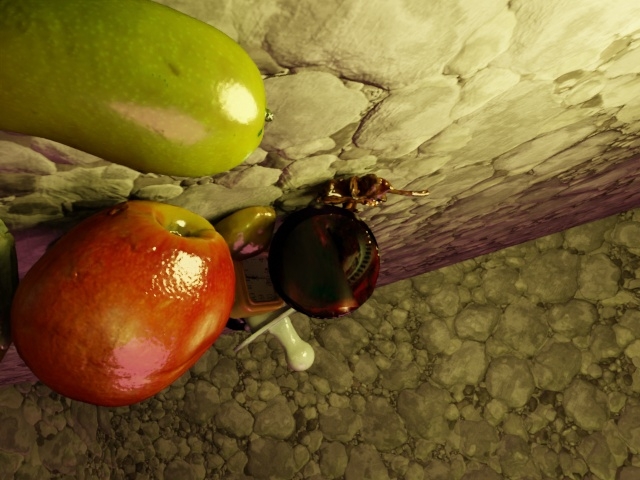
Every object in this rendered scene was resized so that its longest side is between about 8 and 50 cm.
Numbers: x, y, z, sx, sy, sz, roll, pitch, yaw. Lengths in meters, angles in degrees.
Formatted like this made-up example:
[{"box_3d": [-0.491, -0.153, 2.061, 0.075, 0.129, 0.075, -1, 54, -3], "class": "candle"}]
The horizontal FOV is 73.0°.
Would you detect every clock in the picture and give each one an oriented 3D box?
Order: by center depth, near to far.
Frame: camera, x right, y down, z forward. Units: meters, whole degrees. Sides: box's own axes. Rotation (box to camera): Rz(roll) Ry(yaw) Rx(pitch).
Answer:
[{"box_3d": [-0.183, 0.088, 1.104, 0.096, 0.203, 0.143, -24, 163, 34], "class": "clock"}]

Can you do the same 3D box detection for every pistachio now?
[{"box_3d": [-0.177, -0.011, 0.946, 0.189, 0.100, 0.110, -21, 168, 24], "class": "pistachio"}]

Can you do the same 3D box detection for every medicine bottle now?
[{"box_3d": [-0.009, 0.039, 1.036, 0.242, 0.243, 0.395, -15, -175, -6], "class": "medicine bottle"}]

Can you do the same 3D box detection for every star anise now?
[{"box_3d": [0.100, -0.101, 0.949, 0.233, 0.074, 0.177, 10, 165, -39], "class": "star anise"}]

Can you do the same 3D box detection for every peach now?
[{"box_3d": [-0.325, 0.111, 0.753, 0.373, 0.289, 0.373, -52, 168, -15], "class": "peach"}]

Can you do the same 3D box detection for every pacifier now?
[{"box_3d": [-0.099, 0.264, 1.221, 0.287, 0.226, 0.238, -33, 170, 3], "class": "pacifier"}]

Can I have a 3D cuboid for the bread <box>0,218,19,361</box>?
[{"box_3d": [-0.524, 0.076, 0.631, 0.123, 0.258, 0.186, -5, -175, -9], "class": "bread"}]

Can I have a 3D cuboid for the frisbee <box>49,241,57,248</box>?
[{"box_3d": [-0.445, 0.019, 0.932, 0.250, 0.021, 0.251, -15, 166, -4], "class": "frisbee"}]

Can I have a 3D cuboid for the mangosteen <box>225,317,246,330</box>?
[{"box_3d": [-0.230, 0.162, 1.360, 0.249, 0.212, 0.211, -30, 170, -18], "class": "mangosteen"}]

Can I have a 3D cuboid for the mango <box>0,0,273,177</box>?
[{"box_3d": [-0.187, -0.141, 0.398, 0.292, 0.143, 0.175, 4, 164, -26], "class": "mango"}]
